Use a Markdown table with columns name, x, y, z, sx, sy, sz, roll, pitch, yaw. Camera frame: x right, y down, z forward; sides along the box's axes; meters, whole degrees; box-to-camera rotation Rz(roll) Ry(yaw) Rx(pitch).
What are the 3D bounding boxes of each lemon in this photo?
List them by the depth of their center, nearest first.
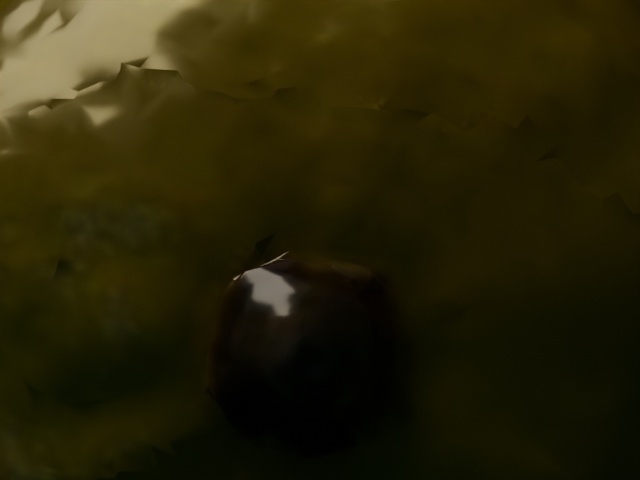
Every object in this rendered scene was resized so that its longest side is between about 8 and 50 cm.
| name | x | y | z | sx | sy | sz | roll | pitch | yaw |
| --- | --- | --- | --- | --- | --- | --- | --- | --- | --- |
| lemon | -0.006 | 0.038 | 0.545 | 0.297 | 0.297 | 0.297 | -24 | 0 | 0 |
